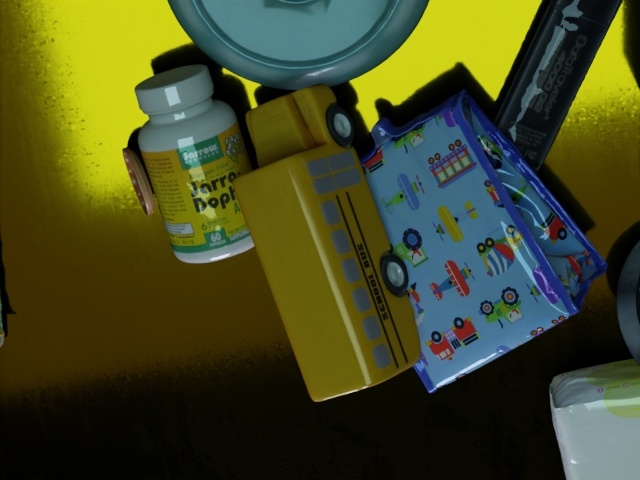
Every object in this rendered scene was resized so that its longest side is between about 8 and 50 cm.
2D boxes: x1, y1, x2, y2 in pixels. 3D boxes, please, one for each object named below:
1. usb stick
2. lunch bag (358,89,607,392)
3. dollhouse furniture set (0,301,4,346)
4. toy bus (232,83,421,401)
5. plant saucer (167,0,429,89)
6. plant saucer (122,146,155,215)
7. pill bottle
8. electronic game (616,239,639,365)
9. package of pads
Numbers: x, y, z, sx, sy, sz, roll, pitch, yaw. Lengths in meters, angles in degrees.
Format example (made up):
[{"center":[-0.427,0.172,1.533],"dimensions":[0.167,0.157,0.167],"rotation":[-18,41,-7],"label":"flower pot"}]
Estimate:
[{"center":[0.266,-0.202,1.950],"dimensions":[0.077,0.045,0.278],"rotation":[20,110,-11],"label":"usb stick"},{"center":[0.143,-0.012,1.973],"dimensions":[0.221,0.138,0.293],"rotation":[-33,96,32],"label":"lunch bag"},{"center":[-0.536,0.069,2.043],"dimensions":[0.302,0.151,0.197],"rotation":[-1,110,4],"label":"dollhouse furniture set"},{"center":[0.000,0.000,1.932],"dimensions":[0.108,0.130,0.332],"rotation":[-20,91,37],"label":"toy bus"},{"center":[-0.028,-0.316,1.928],"dimensions":[0.318,0.043,0.317],"rotation":[1,110,3],"label":"plant saucer"},{"center":[-0.210,-0.070,2.010],"dimensions":[0.013,0.083,0.083],"rotation":[-21,109,-11],"label":"plant saucer"},{"center":[-0.140,-0.089,1.978],"dimensions":[0.118,0.117,0.208],"rotation":[-13,108,8],"label":"pill bottle"},{"center":[0.456,0.073,1.993],"dimensions":[0.229,0.048,0.229],"rotation":[-1,80,6],"label":"electronic game"},{"center":[0.436,0.243,2.074],"dimensions":[0.297,0.101,0.229],"rotation":[-13,109,8],"label":"package of pads"}]
